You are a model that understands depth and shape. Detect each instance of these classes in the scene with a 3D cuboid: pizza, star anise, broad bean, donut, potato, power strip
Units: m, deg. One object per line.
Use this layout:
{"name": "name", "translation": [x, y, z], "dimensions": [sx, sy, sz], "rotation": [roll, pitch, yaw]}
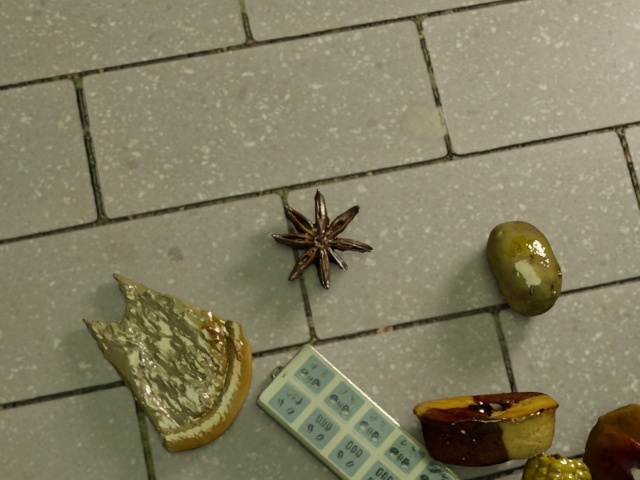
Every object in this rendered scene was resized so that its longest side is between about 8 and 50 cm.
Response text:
{"name": "pizza", "translation": [-0.199, 0.144, 1.666], "dimensions": [0.181, 0.034, 0.262], "rotation": [-41, 81, -12]}
{"name": "star anise", "translation": [-0.001, -0.001, 1.715], "dimensions": [0.141, 0.042, 0.141], "rotation": [1, 78, -3]}
{"name": "broad bean", "translation": [0.421, 0.327, 1.619], "dimensions": [0.156, 0.122, 0.229], "rotation": [-22, 70, 17]}
{"name": "donut", "translation": [0.214, 0.240, 1.611], "dimensions": [0.184, 0.166, 0.073], "rotation": [-7, 93, -16]}
{"name": "potato", "translation": [0.278, 0.036, 1.711], "dimensions": [0.091, 0.070, 0.138], "rotation": [-18, 77, -10]}
{"name": "power strip", "translation": [0.076, 0.287, 1.643], "dimensions": [0.367, 0.043, 0.106], "rotation": [41, 77, 7]}

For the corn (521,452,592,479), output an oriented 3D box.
{"name": "corn", "translation": [0.293, 0.447, 1.568], "dimensions": [0.120, 0.120, 0.363], "rotation": [1, 79, -4]}
